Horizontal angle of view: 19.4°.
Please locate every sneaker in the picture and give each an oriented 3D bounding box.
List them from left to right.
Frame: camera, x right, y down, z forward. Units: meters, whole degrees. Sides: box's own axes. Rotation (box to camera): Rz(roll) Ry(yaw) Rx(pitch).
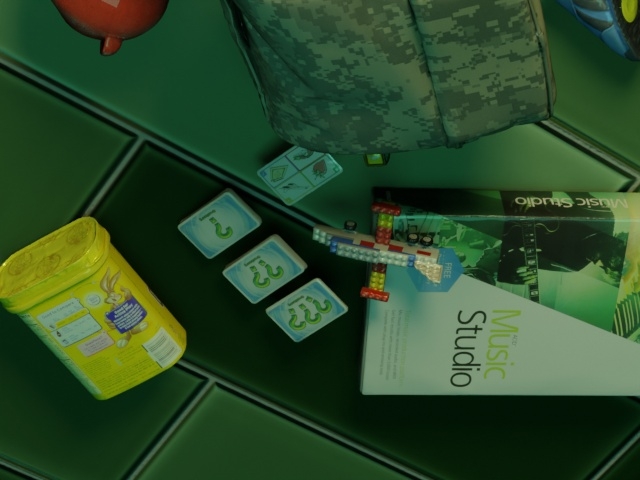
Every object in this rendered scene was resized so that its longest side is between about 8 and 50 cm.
[{"bbox_3d":[0.235,-0.240,1.708,0.082,0.069,0.209,-2,144,39],"label":"sneaker"}]

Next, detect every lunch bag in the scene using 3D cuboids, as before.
[{"bbox_3d":[0.042,-0.211,1.572,0.256,0.212,0.305,-18,150,3],"label":"lunch bag"}]

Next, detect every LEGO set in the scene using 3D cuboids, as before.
[{"bbox_3d":[0.000,0.000,1.819,0.244,0.060,0.182,-32,111,31],"label":"LEGO set"}]

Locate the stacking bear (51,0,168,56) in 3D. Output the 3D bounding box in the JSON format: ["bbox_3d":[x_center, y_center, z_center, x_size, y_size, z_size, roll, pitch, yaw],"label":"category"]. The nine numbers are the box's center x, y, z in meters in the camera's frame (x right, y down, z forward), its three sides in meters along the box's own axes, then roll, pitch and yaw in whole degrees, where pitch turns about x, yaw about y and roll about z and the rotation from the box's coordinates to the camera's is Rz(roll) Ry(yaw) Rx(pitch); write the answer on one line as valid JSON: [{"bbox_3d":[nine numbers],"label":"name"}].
[{"bbox_3d":[-0.161,-0.293,1.581,0.164,0.175,0.289,4,135,-20],"label":"stacking bear"}]

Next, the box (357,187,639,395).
[{"bbox_3d":[0.204,0.056,1.916,0.322,0.058,0.232,0,126,-5],"label":"box"}]

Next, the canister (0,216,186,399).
[{"bbox_3d":[-0.229,0.072,1.887,0.126,0.073,0.170,-27,125,15],"label":"canister"}]
